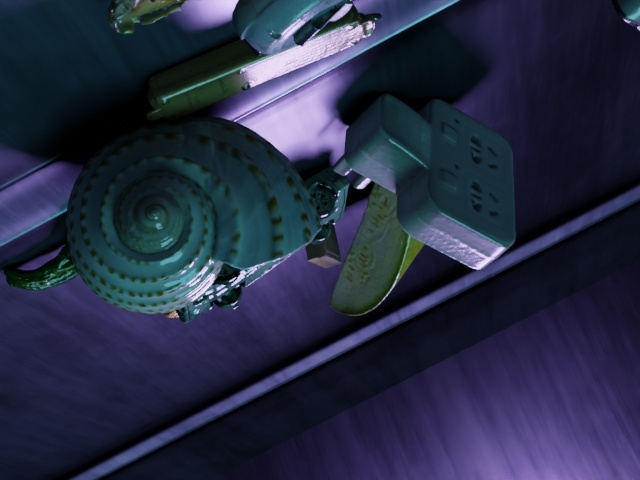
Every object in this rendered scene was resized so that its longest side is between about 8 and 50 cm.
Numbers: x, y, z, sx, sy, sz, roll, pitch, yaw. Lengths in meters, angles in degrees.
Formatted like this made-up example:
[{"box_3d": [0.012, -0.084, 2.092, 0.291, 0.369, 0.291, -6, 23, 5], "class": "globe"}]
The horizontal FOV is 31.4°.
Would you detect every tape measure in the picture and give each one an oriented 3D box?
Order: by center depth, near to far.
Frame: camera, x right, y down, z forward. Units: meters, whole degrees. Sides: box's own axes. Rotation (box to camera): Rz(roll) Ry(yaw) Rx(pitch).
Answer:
[{"box_3d": [0.023, -0.287, 1.129, 0.164, 0.084, 0.330, -44, -176, -34], "class": "tape measure"}]

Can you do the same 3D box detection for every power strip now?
[{"box_3d": [-0.070, -0.217, 1.348, 0.305, 0.044, 0.064, -23, 159, -5], "class": "power strip"}, {"box_3d": [0.150, -0.093, 1.674, 0.261, 0.229, 0.141, 27, 134, -23], "class": "power strip"}]

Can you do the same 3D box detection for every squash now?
[{"box_3d": [0.101, 0.007, 1.860, 0.289, 0.111, 0.203, -52, 155, 5], "class": "squash"}]

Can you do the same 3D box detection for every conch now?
[{"box_3d": [-0.162, -0.050, 1.408, 0.303, 0.215, 0.319, -15, -162, -1], "class": "conch"}]

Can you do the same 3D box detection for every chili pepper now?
[{"box_3d": [-0.352, 0.020, 1.579, 0.182, 0.050, 0.073, -32, 166, 22], "class": "chili pepper"}]

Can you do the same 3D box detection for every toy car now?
[{"box_3d": [-0.096, -0.001, 1.742, 0.320, 0.097, 0.141, -35, 163, -16], "class": "toy car"}]

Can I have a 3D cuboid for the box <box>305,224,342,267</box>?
[{"box_3d": [0.000, 0.000, 1.899, 0.035, 0.079, 0.083, -17, 163, 19], "class": "box"}]

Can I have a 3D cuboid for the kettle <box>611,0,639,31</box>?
[{"box_3d": [0.491, -0.384, 1.478, 0.236, 0.161, 0.221, -40, -173, 34], "class": "kettle"}]

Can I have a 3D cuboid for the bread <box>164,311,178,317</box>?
[{"box_3d": [-0.221, 0.090, 1.914, 0.110, 0.044, 0.083, -36, 159, 18], "class": "bread"}]

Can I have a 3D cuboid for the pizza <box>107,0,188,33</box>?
[{"box_3d": [-0.100, -0.295, 1.079, 0.297, 0.071, 0.189, -39, 174, 41], "class": "pizza"}]
